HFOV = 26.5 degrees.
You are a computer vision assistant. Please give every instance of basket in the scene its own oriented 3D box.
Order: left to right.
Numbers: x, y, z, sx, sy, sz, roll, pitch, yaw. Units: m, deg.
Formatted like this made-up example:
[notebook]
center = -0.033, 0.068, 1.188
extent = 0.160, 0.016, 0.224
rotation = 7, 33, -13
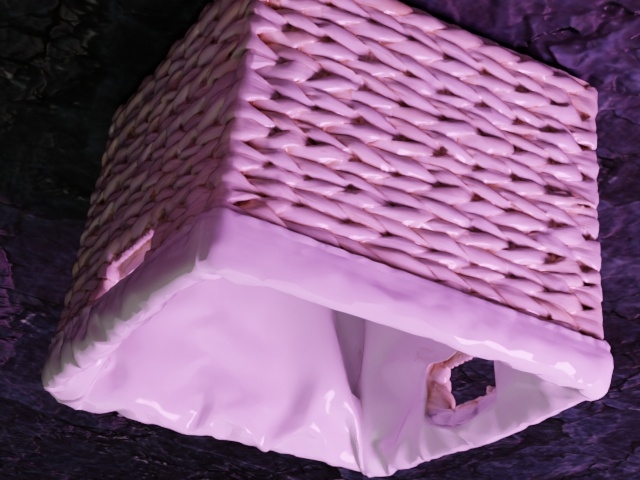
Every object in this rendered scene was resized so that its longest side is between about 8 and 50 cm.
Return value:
[basket]
center = 0.000, 0.000, 1.051
extent = 0.331, 0.267, 0.328
rotation = 17, 152, -24
